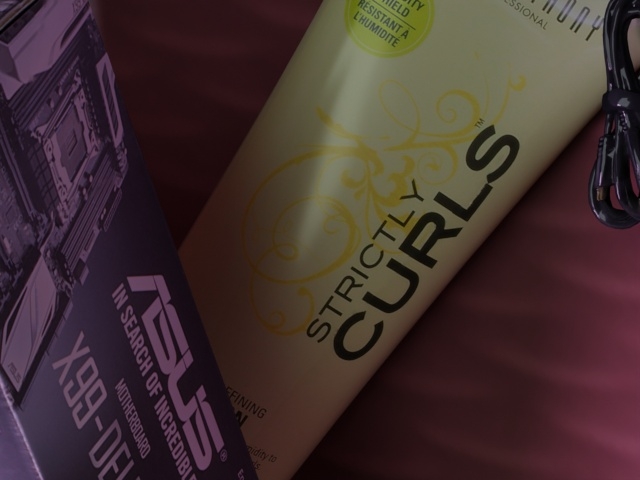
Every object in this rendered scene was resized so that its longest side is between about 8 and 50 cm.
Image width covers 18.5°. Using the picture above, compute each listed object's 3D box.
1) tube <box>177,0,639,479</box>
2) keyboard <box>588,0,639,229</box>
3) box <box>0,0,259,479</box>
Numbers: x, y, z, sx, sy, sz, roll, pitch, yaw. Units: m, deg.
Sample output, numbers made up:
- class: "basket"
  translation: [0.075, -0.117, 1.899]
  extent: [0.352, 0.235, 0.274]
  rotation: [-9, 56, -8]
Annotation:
- class: "tube"
  translation: [0.000, 0.000, 0.556]
  extent: [0.240, 0.070, 0.062]
  rotation: [-54, 44, 14]
- class: "keyboard"
  translation: [0.122, -0.038, 0.507]
  extent: [0.108, 0.023, 0.180]
  rotation: [-4, 86, 17]
- class: "box"
  translation: [-0.131, 0.081, 0.527]
  extent: [0.242, 0.076, 0.307]
  rotation: [1, 124, 30]
